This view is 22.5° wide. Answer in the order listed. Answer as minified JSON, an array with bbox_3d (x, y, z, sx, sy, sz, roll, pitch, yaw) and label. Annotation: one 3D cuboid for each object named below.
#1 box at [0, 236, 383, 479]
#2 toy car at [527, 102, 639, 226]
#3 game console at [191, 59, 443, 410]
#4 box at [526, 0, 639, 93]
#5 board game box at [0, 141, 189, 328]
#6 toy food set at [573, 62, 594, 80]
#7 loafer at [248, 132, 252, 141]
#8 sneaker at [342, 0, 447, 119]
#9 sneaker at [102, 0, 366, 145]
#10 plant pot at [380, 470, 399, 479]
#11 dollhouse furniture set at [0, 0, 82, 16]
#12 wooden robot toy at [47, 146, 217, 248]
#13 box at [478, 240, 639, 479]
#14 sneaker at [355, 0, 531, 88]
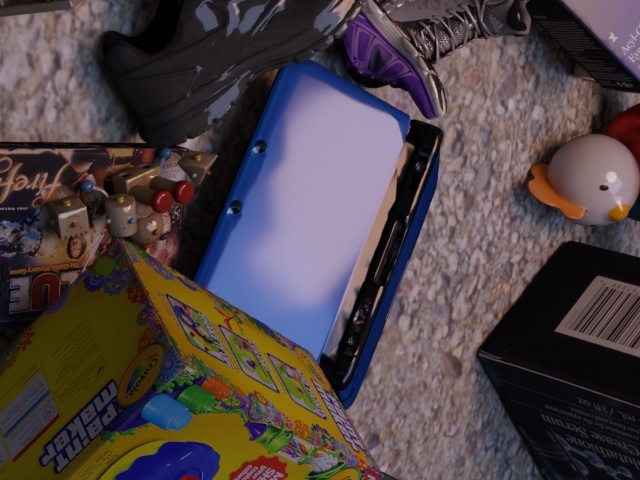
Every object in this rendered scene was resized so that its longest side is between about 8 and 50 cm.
[{"bbox_3d":[-0.157,0.200,1.427,0.290,0.177,0.279,-45,135,12],"label":"box"},{"bbox_3d":[0.367,-0.065,1.939,0.238,0.210,0.219,-16,139,-19],"label":"toy car"},{"bbox_3d":[0.000,0.000,1.659,0.250,0.173,0.293,82,30,-74],"label":"game console"},{"bbox_3d":[0.329,-0.290,1.836,0.207,0.108,0.153,39,83,-22],"label":"box"},{"bbox_3d":[-0.233,-0.007,1.471,0.243,0.042,0.165,-3,103,-44],"label":"board game box"},{"bbox_3d":[0.445,-0.292,2.017,0.306,0.092,0.219,5,97,-45],"label":"toy food set"},{"bbox_3d":[-0.061,-0.049,1.635,0.039,0.045,0.125,8,97,0],"label":"loafer"},{"bbox_3d":[0.066,-0.185,1.655,0.071,0.170,0.068,-42,170,10],"label":"sneaker"},{"bbox_3d":[-0.073,-0.211,1.489,0.286,0.109,0.130,-38,118,-7],"label":"sneaker"},{"bbox_3d":[0.015,0.362,1.654,0.235,0.293,0.293,16,89,-59],"label":"plant pot"},{"bbox_3d":[-0.245,-0.307,1.371,0.161,0.101,0.181,-56,137,-52],"label":"dollhouse furniture set"},{"bbox_3d":[-0.162,-0.022,1.460,0.173,0.076,0.079,-27,129,-37],"label":"wooden robot toy"},{"bbox_3d":[0.425,0.229,1.994,0.212,0.294,0.395,-49,129,-23],"label":"box"},{"bbox_3d":[0.146,-0.232,1.715,0.229,0.132,0.086,-40,126,-30],"label":"sneaker"}]
